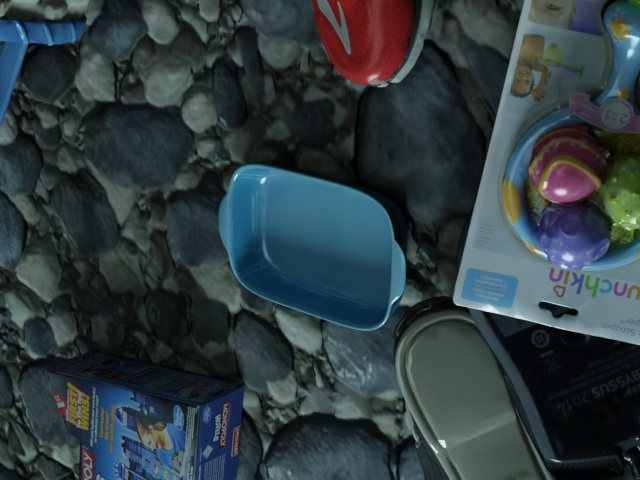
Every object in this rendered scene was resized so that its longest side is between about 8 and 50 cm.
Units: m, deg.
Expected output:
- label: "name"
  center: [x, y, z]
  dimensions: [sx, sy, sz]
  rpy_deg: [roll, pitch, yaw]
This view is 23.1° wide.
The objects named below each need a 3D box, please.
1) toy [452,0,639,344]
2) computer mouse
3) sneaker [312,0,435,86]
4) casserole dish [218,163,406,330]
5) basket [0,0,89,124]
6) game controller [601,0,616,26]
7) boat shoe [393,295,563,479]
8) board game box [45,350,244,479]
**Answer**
- label: "toy"
  center: [0.171, -0.047, 0.956]
  dimensions: [0.137, 0.056, 0.237]
  rpy_deg: [13, 109, 3]
- label: "computer mouse"
  center: [0.172, 0.082, 1.057]
  dimensions: [0.188, 0.072, 0.272]
  rpy_deg: [-19, 94, 7]
- label: "sneaker"
  center: [0.001, -0.239, 1.083]
  dimensions: [0.107, 0.118, 0.279]
  rpy_deg: [1, 105, 42]
- label: "casserole dish"
  center: [0.000, 0.000, 1.223]
  dimensions: [0.188, 0.037, 0.114]
  rpy_deg: [17, 115, 37]
- label: "basket"
  center: [-0.312, -0.206, 1.286]
  dimensions: [0.201, 0.255, 0.289]
  rpy_deg: [29, 104, 24]
- label: "game controller"
  center: [0.216, -0.281, 0.933]
  dimensions: [0.166, 0.067, 0.319]
  rpy_deg: [55, 133, 32]
- label: "boat shoe"
  center: [0.138, 0.196, 1.148]
  dimensions: [0.112, 0.095, 0.335]
  rpy_deg: [-18, 97, 6]
- label: "board game box"
  center: [-0.164, 0.187, 1.414]
  dimensions: [0.194, 0.060, 0.194]
  rpy_deg: [24, 119, 34]
